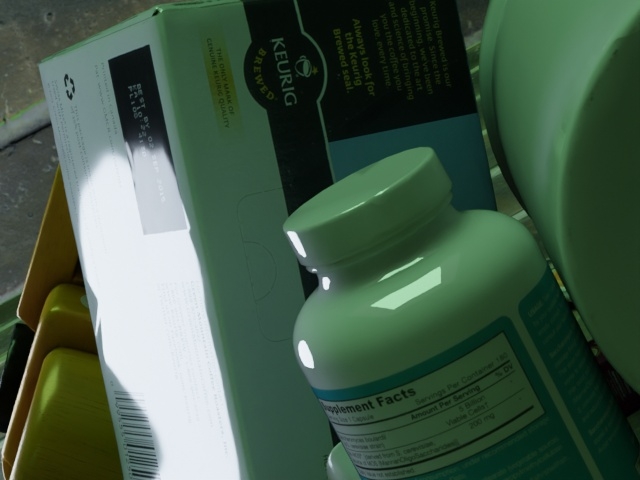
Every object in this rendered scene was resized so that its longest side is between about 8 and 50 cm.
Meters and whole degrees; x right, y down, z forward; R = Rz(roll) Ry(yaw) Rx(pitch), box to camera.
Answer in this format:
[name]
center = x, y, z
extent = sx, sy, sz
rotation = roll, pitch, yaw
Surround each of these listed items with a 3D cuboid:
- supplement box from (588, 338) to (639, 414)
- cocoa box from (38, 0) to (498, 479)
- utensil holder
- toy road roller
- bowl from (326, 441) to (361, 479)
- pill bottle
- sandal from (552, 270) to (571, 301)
[supplement box]
center = 0.198, 0.093, 1.232
extent = 0.083, 0.043, 0.055
rotation = -30, 10, -11
[cocoa box]
center = -0.023, 0.008, 1.253
extent = 0.228, 0.347, 0.231
rotation = -13, 3, -28
[utensil holder]
center = 0.269, -0.072, 1.095
extent = 0.327, 0.328, 0.385
rotation = -26, 13, 9
[toy road roller]
center = -0.143, 0.095, 1.412
extent = 0.240, 0.202, 0.330
rotation = -92, 19, -62
[bowl]
center = 0.081, 0.147, 1.115
extent = 0.142, 0.142, 0.053
rotation = -30, 55, -8
[pill bottle]
center = 0.080, 0.085, 0.980
extent = 0.146, 0.264, 0.146
rotation = -26, 11, 6
[sandal]
center = 0.288, -0.021, 1.436
extent = 0.265, 0.076, 0.102
rotation = -18, 15, 41
